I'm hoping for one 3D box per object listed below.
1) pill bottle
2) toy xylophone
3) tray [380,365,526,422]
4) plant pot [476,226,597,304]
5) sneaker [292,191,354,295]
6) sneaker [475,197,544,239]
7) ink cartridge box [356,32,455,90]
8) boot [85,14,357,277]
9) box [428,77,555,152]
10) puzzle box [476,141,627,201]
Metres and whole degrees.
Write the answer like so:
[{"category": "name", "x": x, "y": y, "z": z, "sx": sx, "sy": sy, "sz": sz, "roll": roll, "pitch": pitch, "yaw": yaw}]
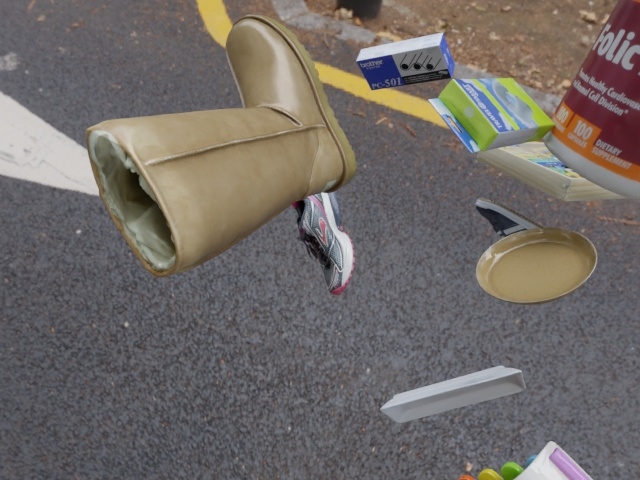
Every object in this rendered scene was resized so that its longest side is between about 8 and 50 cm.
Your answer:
[{"category": "pill bottle", "x": 0.500, "y": -0.265, "z": 0.719, "sx": 0.224, "sy": 0.392, "sz": 0.224, "roll": 13, "pitch": 34, "yaw": -9}, {"category": "toy xylophone", "x": 0.326, "y": 0.478, "z": 0.854, "sx": 0.081, "sy": 0.322, "sz": 0.236, "roll": -23, "pitch": 70, "yaw": -45}, {"category": "tray", "x": 0.259, "y": 0.299, "z": 1.038, "sx": 0.271, "sy": 0.145, "sz": 0.030, "roll": -20, "pitch": 55, "yaw": 13}, {"category": "plant pot", "x": 0.447, "y": 0.057, "z": 1.107, "sx": 0.236, "sy": 0.032, "sz": 0.236, "roll": -20, "pitch": 30, "yaw": 12}, {"category": "sneaker", "x": 0.000, "y": 0.000, "z": 1.325, "sx": 0.112, "sy": 0.121, "sz": 0.299, "roll": -3, "pitch": 60, "yaw": -24}, {"category": "sneaker", "x": 0.490, "y": 0.016, "z": 1.337, "sx": 0.282, "sy": 0.153, "sz": 0.099, "roll": 33, "pitch": 13, "yaw": 17}, {"category": "ink cartridge box", "x": 0.198, "y": -0.414, "z": 1.241, "sx": 0.207, "sy": 0.097, "sz": 0.046, "roll": 1, "pitch": 58, "yaw": 34}, {"category": "boot", "x": -0.095, "y": -0.116, "z": 0.507, "sx": 0.270, "sy": 0.089, "sz": 0.236, "roll": -28, "pitch": 82, "yaw": -49}, {"category": "box", "x": 0.251, "y": -0.186, "z": 0.770, "sx": 0.178, "sy": 0.042, "sz": 0.109, "roll": -16, "pitch": 64, "yaw": -39}, {"category": "puzzle box", "x": 0.613, "y": -0.172, "z": 1.254, "sx": 0.409, "sy": 0.052, "sz": 0.272, "roll": -5, "pitch": 27, "yaw": -28}]
